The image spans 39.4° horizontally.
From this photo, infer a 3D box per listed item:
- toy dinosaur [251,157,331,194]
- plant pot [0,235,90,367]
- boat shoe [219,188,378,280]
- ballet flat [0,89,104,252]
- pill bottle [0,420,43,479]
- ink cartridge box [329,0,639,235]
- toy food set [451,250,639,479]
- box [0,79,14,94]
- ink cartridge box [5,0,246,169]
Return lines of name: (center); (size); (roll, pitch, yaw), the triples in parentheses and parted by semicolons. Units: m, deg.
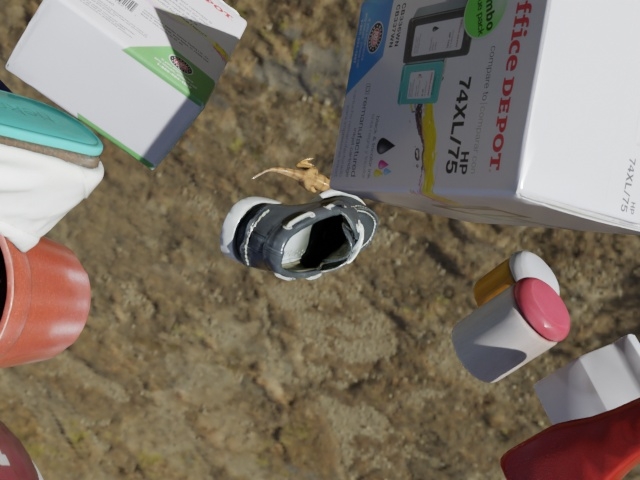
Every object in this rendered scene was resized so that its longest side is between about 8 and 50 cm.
toy dinosaur: (-0.026, -0.116, 1.641); (0.211, 0.112, 0.064); (19, 101, -16)
plant pot: (-0.492, 0.079, 1.314); (0.272, 0.272, 0.265); (5, 175, 16)
boat shoe: (0.000, 0.000, 1.128); (0.091, 0.302, 0.114); (24, 110, 30)
ballet flat: (-0.321, -0.070, 0.574); (0.139, 0.139, 0.400); (-17, 157, 34)
pill bottle: (-0.338, 0.219, 0.675); (0.224, 0.224, 0.392); (19, 163, 1)
ink cartridge box: (0.173, -0.121, 0.827); (0.197, 0.198, 0.270); (11, 178, -32)
toy food set: (0.161, 0.091, 0.468); (0.111, 0.232, 0.104); (7, 141, -46)
box: (-0.530, -0.235, 1.299); (0.225, 0.036, 0.136); (44, 143, 7)
ink cartridge box: (-0.222, -0.242, 1.092); (0.201, 0.278, 0.117); (35, 120, -15)
